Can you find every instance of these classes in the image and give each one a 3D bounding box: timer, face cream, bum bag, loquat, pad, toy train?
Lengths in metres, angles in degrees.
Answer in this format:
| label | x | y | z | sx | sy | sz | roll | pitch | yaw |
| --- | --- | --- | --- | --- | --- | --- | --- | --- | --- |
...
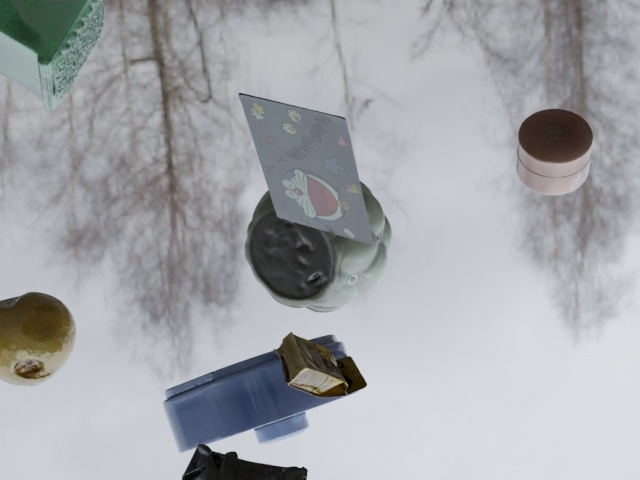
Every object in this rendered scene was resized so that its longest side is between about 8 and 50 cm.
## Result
| label | x | y | z | sx | sy | sz | roll | pitch | yaw |
| --- | --- | --- | --- | --- | --- | --- | --- | --- | --- |
| timer | -0.091 | 0.317 | 2.176 | 0.395 | 0.173 | 0.395 | -18 | 172 | -3 |
| face cream | 0.473 | -0.179 | 2.171 | 0.149 | 0.104 | 0.149 | -4 | -126 | 5 |
| bum bag | -0.136 | 0.427 | 1.846 | 0.248 | 0.123 | 0.060 | 2 | 155 | 35 |
| loquat | -0.634 | 0.204 | 2.308 | 0.213 | 0.213 | 0.213 | -5 | -165 | 1 |
| pad | -0.018 | -0.094 | 1.469 | 0.170 | 0.245 | 0.006 | 18 | -125 | 27 |
| toy train | -0.378 | -0.279 | 1.306 | 0.202 | 0.145 | 0.266 | 30 | 168 | -8 |

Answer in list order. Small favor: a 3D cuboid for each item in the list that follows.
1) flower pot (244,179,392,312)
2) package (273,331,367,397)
| label | x | y | z | sx | sy | sz | roll | pitch | yaw |
| --- | --- | --- | --- | --- | --- | --- | --- | --- | --- |
| flower pot | 0.000 | 0.000 | 1.795 | 0.246 | 0.246 | 0.195 | 4 | -165 | 30 |
| package | -0.002 | 0.180 | 1.497 | 0.131 | 0.047 | 0.071 | 26 | -157 | -43 |
